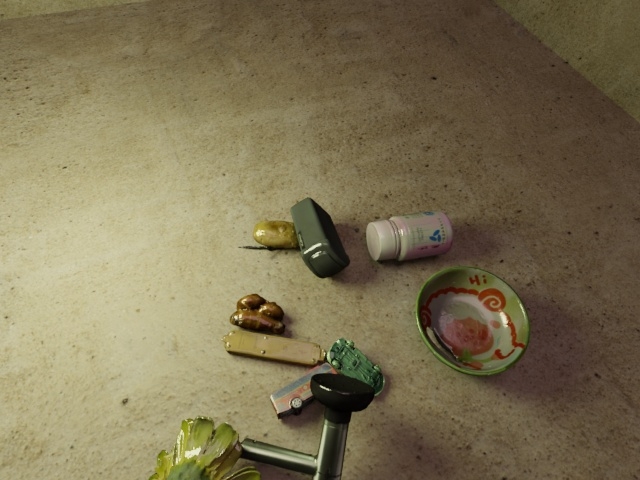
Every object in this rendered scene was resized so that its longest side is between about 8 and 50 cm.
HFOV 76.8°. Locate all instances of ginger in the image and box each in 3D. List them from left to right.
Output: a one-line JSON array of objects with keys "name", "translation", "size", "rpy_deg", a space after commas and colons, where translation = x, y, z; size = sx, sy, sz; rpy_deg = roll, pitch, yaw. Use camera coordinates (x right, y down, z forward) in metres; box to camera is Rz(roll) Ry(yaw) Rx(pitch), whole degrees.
[{"name": "ginger", "translation": [-0.174, 0.211, 1.168], "size": [0.161, 0.073, 0.103], "rpy_deg": [15, 71, -6]}]

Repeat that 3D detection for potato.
[{"name": "potato", "translation": [-0.132, -0.021, 1.301], "size": [0.170, 0.080, 0.107], "rpy_deg": [4, 26, -11]}]

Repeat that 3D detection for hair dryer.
[{"name": "hair dryer", "translation": [-0.054, 0.456, 0.934], "size": [0.283, 0.155, 0.321], "rpy_deg": [20, 84, -6]}]

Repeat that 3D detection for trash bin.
[{"name": "trash bin", "translation": [0.000, 0.000, 1.258], "size": [0.101, 0.176, 0.237], "rpy_deg": [-30, 57, 18]}]

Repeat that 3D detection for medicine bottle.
[{"name": "medicine bottle", "translation": [0.289, -0.013, 1.320], "size": [0.254, 0.152, 0.152], "rpy_deg": [-7, 59, -13]}]

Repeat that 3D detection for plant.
[{"name": "plant", "translation": [-0.306, 0.554, 0.844], "size": [0.296, 0.261, 0.306], "rpy_deg": [3, 68, -57]}]

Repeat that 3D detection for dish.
[{"name": "dish", "translation": [0.433, 0.247, 1.200], "size": [0.323, 0.124, 0.325], "rpy_deg": [0, 60, 0]}]

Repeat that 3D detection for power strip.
[{"name": "power strip", "translation": [-0.125, 0.305, 1.131], "size": [0.304, 0.044, 0.064], "rpy_deg": [9, 57, 0]}]

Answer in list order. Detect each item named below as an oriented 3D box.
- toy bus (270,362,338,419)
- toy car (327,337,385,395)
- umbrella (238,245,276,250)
[{"name": "toy bus", "translation": [-0.039, 0.398, 1.071], "size": [0.192, 0.065, 0.077], "rpy_deg": [-24, 57, -21]}, {"name": "toy car", "translation": [0.096, 0.355, 1.117], "size": [0.186, 0.058, 0.093], "rpy_deg": [43, 57, -3]}, {"name": "umbrella", "translation": [-0.194, 0.024, 1.312], "size": [0.148, 0.022, 0.022], "rpy_deg": [0, 16, -8]}]
